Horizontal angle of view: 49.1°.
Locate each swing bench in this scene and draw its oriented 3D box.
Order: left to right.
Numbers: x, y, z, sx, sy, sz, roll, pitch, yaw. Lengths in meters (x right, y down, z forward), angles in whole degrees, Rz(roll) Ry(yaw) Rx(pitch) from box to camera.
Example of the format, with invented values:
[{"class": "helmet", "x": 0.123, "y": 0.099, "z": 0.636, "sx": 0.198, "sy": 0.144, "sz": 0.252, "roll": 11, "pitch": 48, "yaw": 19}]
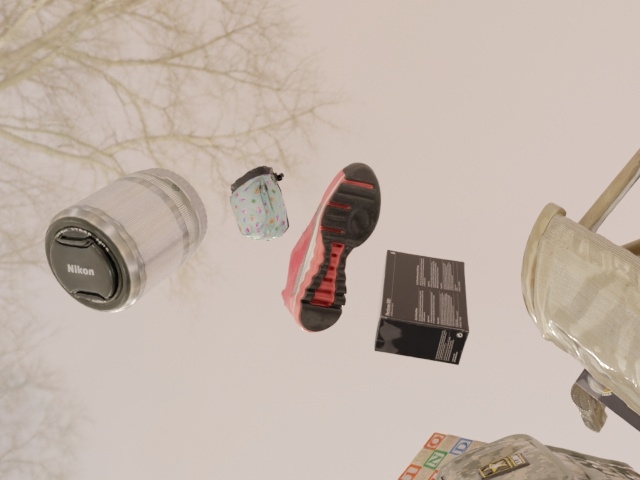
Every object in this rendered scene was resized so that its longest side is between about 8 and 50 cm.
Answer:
[{"class": "swing bench", "x": 0.336, "y": 0.030, "z": 0.620, "sx": 0.165, "sy": 0.255, "sz": 0.253, "roll": 54, "pitch": -1, "yaw": -27}]

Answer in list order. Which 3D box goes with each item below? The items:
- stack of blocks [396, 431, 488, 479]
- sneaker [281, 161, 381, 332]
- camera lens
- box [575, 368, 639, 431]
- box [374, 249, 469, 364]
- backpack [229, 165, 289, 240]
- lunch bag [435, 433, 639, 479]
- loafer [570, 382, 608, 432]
[{"class": "stack of blocks", "x": 0.200, "y": 0.506, "z": 1.307, "sx": 0.087, "sy": 0.297, "sz": 0.171, "roll": 52, "pitch": -25, "yaw": -12}, {"class": "sneaker", "x": -0.001, "y": 0.000, "z": 1.262, "sx": 0.136, "sy": 0.116, "sz": 0.313, "roll": 29, "pitch": -80, "yaw": 55}, {"class": "camera lens", "x": -0.381, "y": -0.005, "z": 1.387, "sx": 0.220, "sy": 0.274, "sz": 0.219, "roll": 13, "pitch": -58, "yaw": 22}, {"class": "box", "x": 0.708, "y": 0.355, "z": 1.307, "sx": 0.097, "sy": 0.395, "sz": 0.318, "roll": -58, "pitch": -139, "yaw": 11}, {"class": "box", "x": 0.221, "y": 0.140, "z": 1.543, "sx": 0.185, "sy": 0.261, "sz": 0.103, "roll": 11, "pitch": -58, "yaw": 2}, {"class": "backpack", "x": -0.159, "y": -0.085, "z": 1.804, "sx": 0.152, "sy": 0.115, "sz": 0.181, "roll": -33, "pitch": -113, "yaw": 37}, {"class": "lunch bag", "x": 0.296, "y": 0.354, "z": 0.890, "sx": 0.287, "sy": 0.235, "sz": 0.168, "roll": 13, "pitch": -91, "yaw": 1}, {"class": "loafer", "x": 0.594, "y": 0.357, "z": 1.542, "sx": 0.056, "sy": 0.050, "sz": 0.148, "roll": 20, "pitch": -38, "yaw": 52}]
